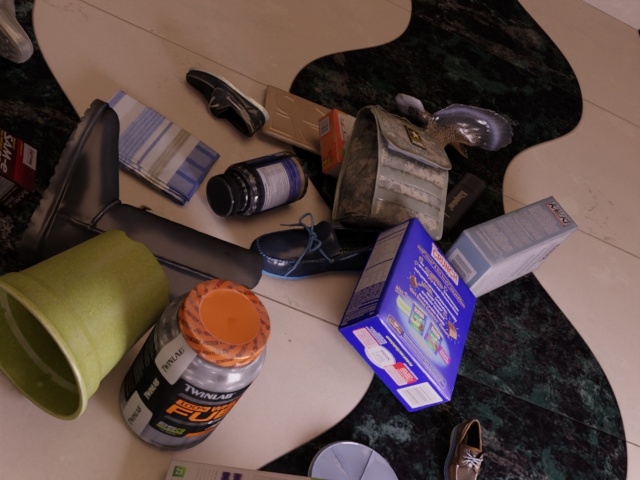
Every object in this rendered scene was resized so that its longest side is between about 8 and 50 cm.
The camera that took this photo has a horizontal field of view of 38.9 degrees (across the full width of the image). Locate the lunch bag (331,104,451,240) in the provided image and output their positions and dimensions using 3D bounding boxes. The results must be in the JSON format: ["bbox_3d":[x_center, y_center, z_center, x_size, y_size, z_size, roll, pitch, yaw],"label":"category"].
[{"bbox_3d":[0.177,-0.159,2.134,0.235,0.168,0.287,18,75,-38],"label":"lunch bag"}]

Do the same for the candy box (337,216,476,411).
[{"bbox_3d":[0.197,0.155,1.950,0.268,0.122,0.317,50,41,-22],"label":"candy box"}]

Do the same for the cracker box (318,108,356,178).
[{"bbox_3d":[0.104,-0.212,2.253,0.232,0.067,0.156,19,55,-37],"label":"cracker box"}]

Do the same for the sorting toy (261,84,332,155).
[{"bbox_3d":[-0.058,-0.298,2.306,0.192,0.038,0.208,20,42,-17],"label":"sorting toy"}]

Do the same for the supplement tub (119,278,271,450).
[{"bbox_3d":[-0.215,0.215,1.565,0.193,0.316,0.194,17,47,-19],"label":"supplement tub"}]

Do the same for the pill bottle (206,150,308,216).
[{"bbox_3d":[-0.143,-0.123,2.037,0.219,0.123,0.123,-20,66,-41],"label":"pill bottle"}]

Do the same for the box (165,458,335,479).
[{"bbox_3d":[-0.120,0.489,1.481,0.321,0.059,0.232,5,45,9],"label":"box"}]

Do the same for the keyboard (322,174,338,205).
[{"bbox_3d":[0.051,-0.152,2.240,0.108,0.023,0.180,42,44,-29],"label":"keyboard"}]

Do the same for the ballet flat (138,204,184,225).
[{"bbox_3d":[-0.314,-0.020,1.892,0.168,0.052,0.057,27,42,-10],"label":"ballet flat"}]

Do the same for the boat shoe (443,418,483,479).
[{"bbox_3d":[0.299,0.447,1.869,0.066,0.066,0.183,22,45,-14],"label":"boat shoe"}]

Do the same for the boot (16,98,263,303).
[{"bbox_3d":[-0.314,-0.034,1.793,0.445,0.146,0.367,23,71,-9],"label":"boot"}]

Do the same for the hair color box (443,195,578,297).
[{"bbox_3d":[0.451,0.025,2.237,0.374,0.185,0.114,-18,64,-41],"label":"hair color box"}]

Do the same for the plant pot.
[{"bbox_3d":[-0.401,0.119,1.538,0.276,0.276,0.254,44,51,8],"label":"plant pot"}]

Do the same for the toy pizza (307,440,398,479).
[{"bbox_3d":[0.063,0.478,1.722,0.201,0.032,0.201,16,47,-18],"label":"toy pizza"}]

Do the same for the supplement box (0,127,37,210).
[{"bbox_3d":[-0.660,-0.172,1.720,0.239,0.073,0.130,34,30,-39],"label":"supplement box"}]

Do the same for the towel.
[{"bbox_3d":[-0.382,-0.210,2.028,0.285,0.034,0.209,32,41,-7],"label":"towel"}]

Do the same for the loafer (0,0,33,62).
[{"bbox_3d":[-0.727,-0.523,2.020,0.111,0.112,0.319,-30,72,-35],"label":"loafer"}]

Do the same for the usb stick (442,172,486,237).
[{"bbox_3d":[0.357,-0.096,2.382,0.077,0.045,0.278,42,44,5],"label":"usb stick"}]

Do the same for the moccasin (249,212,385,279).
[{"bbox_3d":[0.000,0.000,2.025,0.341,0.117,0.138,-6,58,-36],"label":"moccasin"}]

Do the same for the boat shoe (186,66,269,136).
[{"bbox_3d":[-0.237,-0.338,2.194,0.233,0.084,0.079,36,68,7],"label":"boat shoe"}]

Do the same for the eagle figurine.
[{"bbox_3d":[0.330,-0.285,2.434,0.298,0.225,0.226,-20,56,-30],"label":"eagle figurine"}]
